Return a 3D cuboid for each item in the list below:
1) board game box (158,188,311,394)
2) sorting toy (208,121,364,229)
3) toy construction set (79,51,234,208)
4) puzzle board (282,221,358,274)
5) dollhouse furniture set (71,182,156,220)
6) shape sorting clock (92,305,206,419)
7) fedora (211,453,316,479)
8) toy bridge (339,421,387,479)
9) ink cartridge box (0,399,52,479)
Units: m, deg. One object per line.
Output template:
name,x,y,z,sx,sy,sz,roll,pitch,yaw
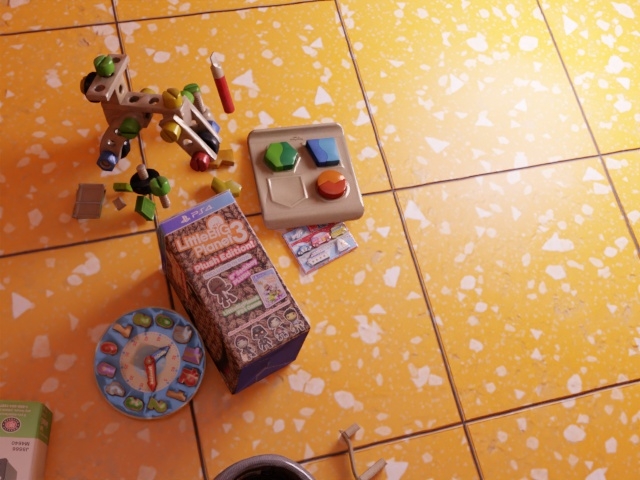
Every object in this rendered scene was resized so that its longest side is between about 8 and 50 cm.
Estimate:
board game box,-0.161,0.099,1.478,0.141,0.232,0.291,-27,74,-18
sorting toy,-0.077,-0.135,1.685,0.307,0.041,0.229,-7,66,-12
toy construction set,-0.308,-0.270,1.572,0.257,0.237,0.309,22,53,32
puzzle board,0.000,0.000,1.666,0.128,0.011,0.096,-27,75,-18
dollhouse furniture set,-0.407,-0.071,1.620,0.151,0.058,0.076,2,74,12
shape sorting clock,-0.311,0.221,1.496,0.206,0.040,0.206,2,76,-6
fedora,-0.099,0.507,1.380,0.243,0.124,0.276,2,59,-11
toy bridge,0.094,0.423,1.502,0.063,0.026,0.188,-35,77,-19
ink cartridge box,-0.567,0.405,1.349,0.198,0.115,0.273,4,68,-8
